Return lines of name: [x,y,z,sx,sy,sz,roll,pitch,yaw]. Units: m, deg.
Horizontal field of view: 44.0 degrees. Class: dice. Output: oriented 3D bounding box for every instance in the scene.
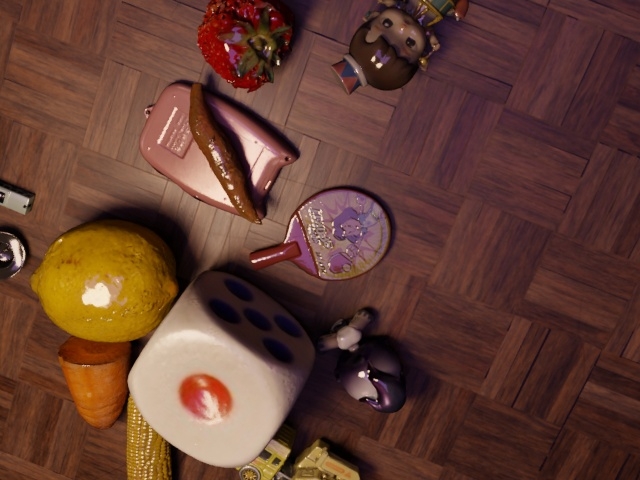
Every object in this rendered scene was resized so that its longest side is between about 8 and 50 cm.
dice: [-0.198,0.260,1.638,0.304,0.304,0.277,34,108,-3]

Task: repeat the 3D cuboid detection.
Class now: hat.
hat: [-0.711,0.031,1.770,0.121,0.050,0.121,1,102,3]

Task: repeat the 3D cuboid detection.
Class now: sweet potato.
sweet potato: [-0.198,-0.166,1.594,0.066,0.072,0.314,-27,94,2]

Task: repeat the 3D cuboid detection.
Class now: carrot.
carrot: [-0.505,0.329,1.784,0.159,0.159,0.225,9,115,5]

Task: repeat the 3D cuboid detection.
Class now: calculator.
calculator: [-0.229,-0.187,1.653,0.329,0.048,0.220,30,108,0]

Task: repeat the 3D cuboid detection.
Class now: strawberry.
strawberry: [-0.153,-0.396,1.531,0.201,0.184,0.187,32,134,35]

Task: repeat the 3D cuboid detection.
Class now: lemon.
lemon: [-0.445,0.083,1.645,0.310,0.258,0.258,-1,105,1]

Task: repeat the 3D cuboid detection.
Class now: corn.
corn: [-0.397,0.476,1.832,0.106,0.106,0.305,2,101,7]

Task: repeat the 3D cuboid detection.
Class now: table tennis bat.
table tennis bat: [0.000,0.000,1.685,0.310,0.038,0.200,-18,102,8]

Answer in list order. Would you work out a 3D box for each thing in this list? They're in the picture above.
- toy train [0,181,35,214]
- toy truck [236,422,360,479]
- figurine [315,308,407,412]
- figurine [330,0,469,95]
toy train: [-0.732,-0.117,1.734,0.207,0.047,0.043,23,109,-1]
toy truck: [-0.045,0.510,1.783,0.272,0.124,0.157,33,107,-3]
figurine: [0.106,0.267,1.694,0.145,0.145,0.222,-33,98,14]
figurine: [0.141,-0.381,1.494,0.161,0.158,0.275,39,106,5]
